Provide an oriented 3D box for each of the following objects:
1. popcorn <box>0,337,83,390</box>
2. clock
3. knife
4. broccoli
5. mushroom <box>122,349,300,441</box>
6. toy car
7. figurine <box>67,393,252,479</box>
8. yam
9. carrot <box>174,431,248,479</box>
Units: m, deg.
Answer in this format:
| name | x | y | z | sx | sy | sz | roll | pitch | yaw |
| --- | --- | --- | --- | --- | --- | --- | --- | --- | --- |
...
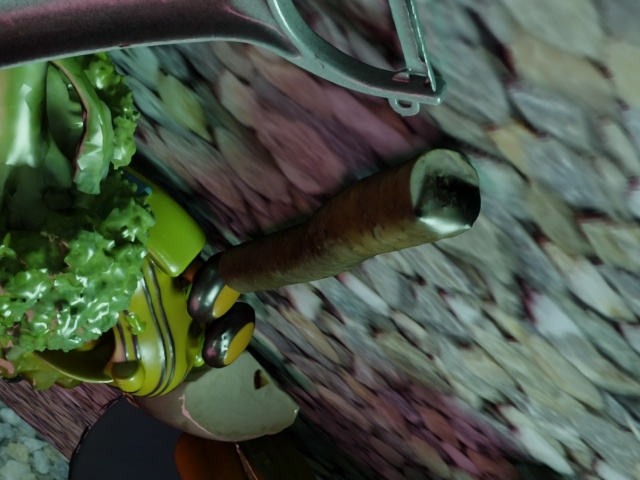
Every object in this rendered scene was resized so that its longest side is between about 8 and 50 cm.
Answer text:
| name | x | y | z | sx | sy | sz | roll | pitch | yaw |
| --- | --- | --- | --- | --- | --- | --- | --- | --- | --- |
| popcorn | -0.297 | 0.061 | 1.150 | 0.198 | 0.212 | 0.198 | 43 | 140 | 50 |
| clock | -0.030 | 0.256 | 1.233 | 0.237 | 0.057 | 0.237 | 55 | 168 | 17 |
| knife | -0.087 | -0.093 | 0.540 | 0.278 | 0.053 | 0.123 | -2 | 140 | 16 |
| broccoli | -0.192 | -0.104 | 0.710 | 0.254 | 0.186 | 0.302 | 26 | 113 | 40 |
| mushroom | -0.120 | 0.129 | 1.121 | 0.247 | 0.108 | 0.096 | 0 | 106 | 56 |
| toy car | -0.167 | 0.038 | 0.937 | 0.200 | 0.142 | 0.248 | 32 | 157 | 21 |
| figurine | -0.124 | 0.380 | 1.474 | 0.276 | 0.248 | 0.388 | -4 | 141 | 30 |
| yam | 0.000 | 0.000 | 0.714 | 0.327 | 0.045 | 0.045 | -21 | 88 | 68 |
| carrot | -0.087 | 0.251 | 1.068 | 0.271 | 0.066 | 0.062 | -113 | 7 | -53 |
